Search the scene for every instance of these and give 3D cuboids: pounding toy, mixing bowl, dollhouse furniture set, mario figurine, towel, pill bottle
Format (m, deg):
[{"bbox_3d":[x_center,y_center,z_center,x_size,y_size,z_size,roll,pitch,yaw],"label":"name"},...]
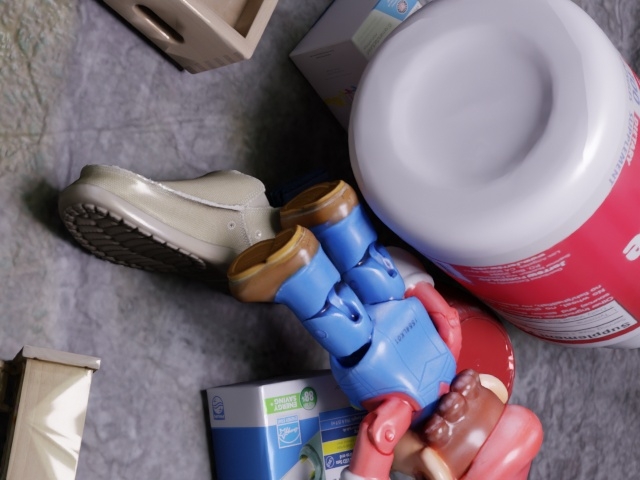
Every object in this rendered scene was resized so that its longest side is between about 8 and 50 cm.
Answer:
[{"bbox_3d":[-0.109,-0.276,1.398,0.181,0.094,0.206,39,62,-30],"label":"pounding toy"},{"bbox_3d":[0.110,0.115,1.531,0.181,0.098,0.181,5,81,-38],"label":"mixing bowl"},{"bbox_3d":[-0.261,0.167,1.244,0.161,0.101,0.182,11,77,-13],"label":"dollhouse furniture set"},{"bbox_3d":[0.044,0.119,1.383,0.198,0.170,0.320,-37,103,-6],"label":"mario figurine"},{"bbox_3d":[0.000,0.000,1.498,0.067,0.029,0.119,-29,102,-38],"label":"towel"},{"bbox_3d":[0.207,-0.040,1.466,0.408,0.229,0.229,35,62,-57],"label":"pill bottle"}]

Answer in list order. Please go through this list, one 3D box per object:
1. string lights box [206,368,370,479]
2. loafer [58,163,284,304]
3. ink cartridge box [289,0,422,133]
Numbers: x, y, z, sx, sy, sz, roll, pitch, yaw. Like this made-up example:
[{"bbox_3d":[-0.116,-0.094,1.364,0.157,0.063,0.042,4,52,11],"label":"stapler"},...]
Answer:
[{"bbox_3d":[-0.010,0.244,1.428,0.133,0.077,0.259,-6,89,-43],"label":"string lights box"},{"bbox_3d":[-0.100,-0.017,1.378,0.268,0.102,0.092,24,68,-45],"label":"loafer"},{"bbox_3d":[0.062,-0.149,1.528,0.143,0.090,0.092,50,57,-23],"label":"ink cartridge box"}]
